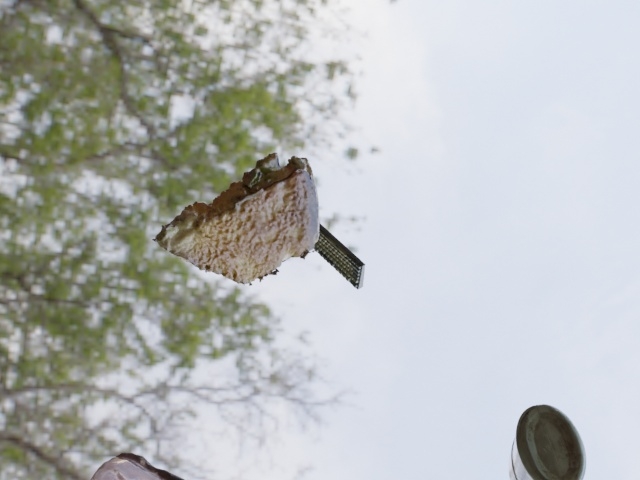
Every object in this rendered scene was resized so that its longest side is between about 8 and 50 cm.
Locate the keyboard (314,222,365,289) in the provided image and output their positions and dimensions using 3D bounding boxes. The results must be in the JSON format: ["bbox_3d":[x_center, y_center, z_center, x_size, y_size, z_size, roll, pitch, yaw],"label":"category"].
[{"bbox_3d":[0.001,-0.001,1.804,0.176,0.014,0.055,42,-33,27],"label":"keyboard"}]

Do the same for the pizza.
[{"bbox_3d":[-0.099,-0.019,1.628,0.147,0.226,0.069,64,-9,-31],"label":"pizza"}]

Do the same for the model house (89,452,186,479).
[{"bbox_3d":[-0.121,0.303,0.807,0.202,0.237,0.237,-55,176,13],"label":"model house"}]

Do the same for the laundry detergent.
[{"bbox_3d":[0.246,0.257,1.394,0.226,0.070,0.099,81,-16,-66],"label":"laundry detergent"}]
